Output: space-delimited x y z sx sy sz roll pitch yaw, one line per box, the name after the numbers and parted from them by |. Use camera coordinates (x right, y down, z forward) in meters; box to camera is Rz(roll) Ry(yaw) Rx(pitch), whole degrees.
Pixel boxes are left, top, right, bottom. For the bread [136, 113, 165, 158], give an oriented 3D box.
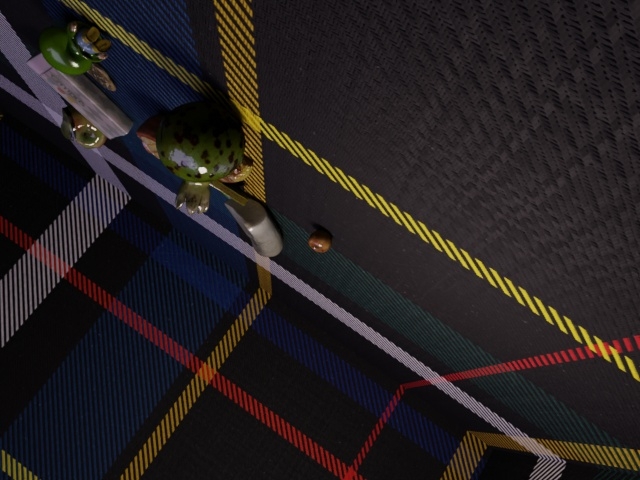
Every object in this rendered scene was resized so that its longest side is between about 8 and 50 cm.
-0.499 -0.332 1.862 0.244 0.123 0.190 21 157 38 | bread

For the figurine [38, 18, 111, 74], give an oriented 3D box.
-0.727 -0.575 1.632 0.263 0.143 0.162 7 155 39 | figurine

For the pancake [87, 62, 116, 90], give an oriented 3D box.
-0.766 -0.571 1.898 0.151 0.025 0.151 31 163 11 | pancake

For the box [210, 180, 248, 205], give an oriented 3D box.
-0.347 -0.202 1.932 0.193 0.030 0.121 32 -167 -37 | box

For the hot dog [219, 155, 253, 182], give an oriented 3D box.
-0.321 -0.240 1.805 0.123 0.093 0.261 45 161 -30 | hot dog

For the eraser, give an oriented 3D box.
-0.904 -0.555 2.092 0.213 0.082 0.397 2 144 47 | eraser

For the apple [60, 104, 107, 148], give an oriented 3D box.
-1.012 -0.492 2.360 0.207 0.174 0.188 49 179 -44 | apple

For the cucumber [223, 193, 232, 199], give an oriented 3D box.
-0.335 -0.163 2.153 0.155 0.037 0.037 42 163 -21 | cucumber

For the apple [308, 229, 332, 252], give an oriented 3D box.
0.000 0.000 1.878 0.084 0.071 0.084 25 157 12 | apple

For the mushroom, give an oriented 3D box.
-0.229 -0.024 2.176 0.177 0.126 0.397 38 167 29 | mushroom

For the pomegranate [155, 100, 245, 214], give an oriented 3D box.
-0.342 -0.228 1.494 0.242 0.306 0.242 30 -178 -1 | pomegranate
